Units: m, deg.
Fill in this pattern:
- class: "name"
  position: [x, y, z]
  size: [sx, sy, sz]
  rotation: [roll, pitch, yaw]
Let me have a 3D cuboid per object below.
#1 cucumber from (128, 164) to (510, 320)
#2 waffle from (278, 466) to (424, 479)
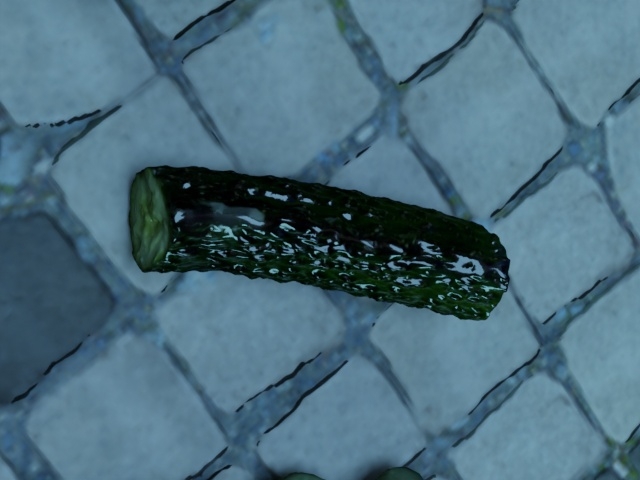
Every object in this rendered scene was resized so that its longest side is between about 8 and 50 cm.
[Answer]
- class: "cucumber"
  position: [0.000, 0.000, 0.640]
  size: [0.187, 0.058, 0.058]
  rotation: [10, 91, -24]
- class: "waffle"
  position: [-0.007, 0.232, 0.560]
  size: [0.309, 0.292, 0.056]
  rotation: [-8, 141, -33]
